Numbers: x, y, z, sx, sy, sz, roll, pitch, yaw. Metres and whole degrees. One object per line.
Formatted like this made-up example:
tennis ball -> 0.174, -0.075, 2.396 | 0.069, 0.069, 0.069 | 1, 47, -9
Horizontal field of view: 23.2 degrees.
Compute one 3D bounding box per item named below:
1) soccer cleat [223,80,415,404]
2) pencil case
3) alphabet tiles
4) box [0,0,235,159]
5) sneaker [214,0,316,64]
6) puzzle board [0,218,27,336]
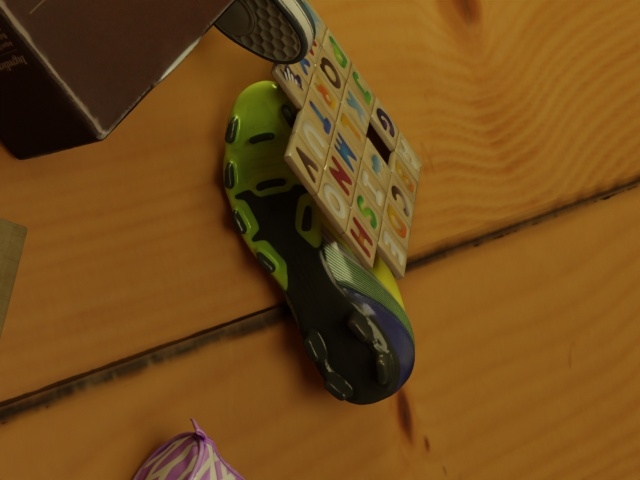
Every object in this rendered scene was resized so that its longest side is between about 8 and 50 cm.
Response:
soccer cleat -> -0.001, 0.001, 1.326 | 0.289, 0.093, 0.121 | 67, 21, -7
pencil case -> -0.057, 0.234, 1.239 | 0.088, 0.086, 0.206 | -45, 120, 5
alphabet tiles -> 0.022, -0.083, 1.306 | 0.198, 0.009, 0.237 | 53, 24, -23
box -> -0.245, -0.264, 1.107 | 0.381, 0.143, 0.191 | 52, 57, -21
sneaker -> -0.055, -0.260, 1.258 | 0.226, 0.086, 0.163 | 45, 54, 2
puzzle board -> -0.272, 0.037, 1.136 | 0.096, 0.011, 0.128 | 21, 72, -34
